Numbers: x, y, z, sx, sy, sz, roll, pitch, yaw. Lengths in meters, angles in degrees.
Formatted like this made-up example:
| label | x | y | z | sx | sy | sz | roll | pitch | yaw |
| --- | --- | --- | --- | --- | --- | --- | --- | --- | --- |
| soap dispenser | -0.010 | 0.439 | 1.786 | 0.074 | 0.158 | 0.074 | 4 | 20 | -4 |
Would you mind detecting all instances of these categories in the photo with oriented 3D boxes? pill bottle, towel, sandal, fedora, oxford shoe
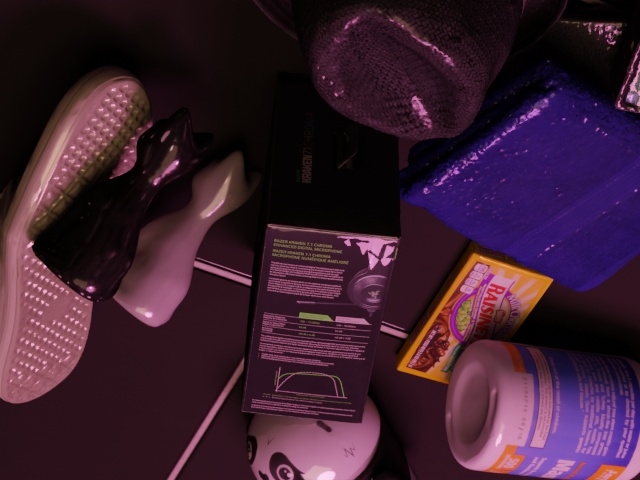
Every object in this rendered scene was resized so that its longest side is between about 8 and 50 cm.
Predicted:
| label | x | y | z | sx | sy | sz | roll | pitch | yaw |
| --- | --- | --- | --- | --- | --- | --- | --- | --- | --- |
| pill bottle | 0.295 | 0.203 | 1.942 | 0.272 | 0.152 | 0.152 | 9 | 132 | -20 |
| towel | 0.250 | -0.067 | 1.726 | 0.308 | 0.076 | 0.227 | 25 | 130 | -39 |
| sandal | 0.272 | -0.197 | 1.670 | 0.254 | 0.054 | 0.097 | 15 | 127 | 1 |
| fedora | 0.073 | -0.193 | 1.511 | 0.334 | 0.152 | 0.334 | 3 | 154 | 2 |
| oxford shoe | -0.298 | -0.012 | 1.787 | 0.169 | 0.130 | 0.449 | -18 | 145 | -40 |

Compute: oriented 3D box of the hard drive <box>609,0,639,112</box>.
| label | x | y | z | sx | sy | sz | roll | pitch | yaw |
| --- | --- | --- | --- | --- | --- | --- | --- | --- | --- |
| hard drive | 0.426 | -0.248 | 1.525 | 0.237 | 0.064 | 0.339 | 9 | 131 | -6 |

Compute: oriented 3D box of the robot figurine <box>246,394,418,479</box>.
| label | x | y | z | sx | sy | sz | roll | pitch | yaw |
| --- | --- | --- | --- | --- | --- | --- | --- | --- | --- |
| robot figurine | 0.019 | 0.289 | 2.020 | 0.209 | 0.173 | 0.278 | -16 | 130 | 15 |

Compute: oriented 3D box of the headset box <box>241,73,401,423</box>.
| label | x | y | z | sx | sy | sz | roll | pitch | yaw |
| --- | --- | --- | --- | --- | --- | --- | --- | --- | --- |
| headset box | 0.000 | 0.000 | 1.716 | 0.131 | 0.246 | 0.283 | 6 | 131 | -3 |

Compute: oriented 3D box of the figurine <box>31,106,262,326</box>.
| label | x | y | z | sx | sy | sz | roll | pitch | yaw |
| --- | --- | --- | --- | --- | --- | --- | --- | --- | --- |
| figurine | -0.162 | -0.026 | 1.731 | 0.209 | 0.092 | 0.215 | -50 | 154 | 3 |

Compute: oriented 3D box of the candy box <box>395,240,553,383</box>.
| label | x | y | z | sx | sy | sz | roll | pitch | yaw |
| --- | --- | --- | --- | --- | --- | --- | --- | --- | --- |
| candy box | 0.177 | 0.091 | 1.939 | 0.105 | 0.027 | 0.206 | 15 | 131 | -17 |
